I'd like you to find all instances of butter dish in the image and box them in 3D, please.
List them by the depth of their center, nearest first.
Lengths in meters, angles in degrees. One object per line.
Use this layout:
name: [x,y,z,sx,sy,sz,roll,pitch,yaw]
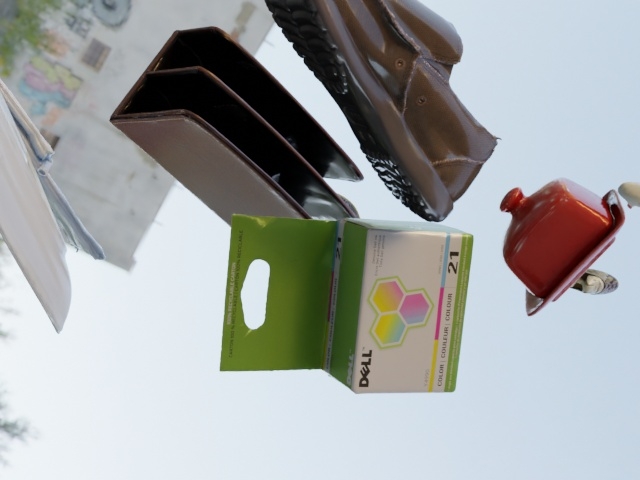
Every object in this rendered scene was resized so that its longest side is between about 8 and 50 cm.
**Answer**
butter dish: [0.260,-0.015,1.087,0.160,0.118,0.160,-49,-179,21]

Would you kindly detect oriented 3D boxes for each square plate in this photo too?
square plate: [-0.345,-0.129,0.954,0.049,0.344,0.347,-23,-136,-13]

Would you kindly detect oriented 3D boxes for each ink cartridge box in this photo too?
ink cartridge box: [0.028,0.072,1.048,0.097,0.255,0.188,-160,-106,-66]

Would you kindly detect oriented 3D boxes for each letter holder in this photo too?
letter holder: [-0.071,-0.113,1.175,0.214,0.302,0.152,9,-119,53]

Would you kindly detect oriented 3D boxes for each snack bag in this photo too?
snack bag: [-0.423,-0.121,1.373,0.037,0.342,0.323,-35,-165,-16]

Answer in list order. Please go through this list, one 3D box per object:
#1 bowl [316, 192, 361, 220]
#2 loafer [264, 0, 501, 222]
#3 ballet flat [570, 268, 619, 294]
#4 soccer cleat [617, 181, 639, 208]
bowl: [0.000,0.000,1.723,0.170,0.080,0.170,-5,-115,11]
loafer: [0.061,-0.189,0.917,0.130,0.366,0.134,-39,-148,-8]
ballet flat: [0.360,0.057,1.310,0.041,0.114,0.041,16,90,-86]
soccer cleat: [0.568,-0.067,1.471,0.068,0.196,0.076,-63,169,-58]
